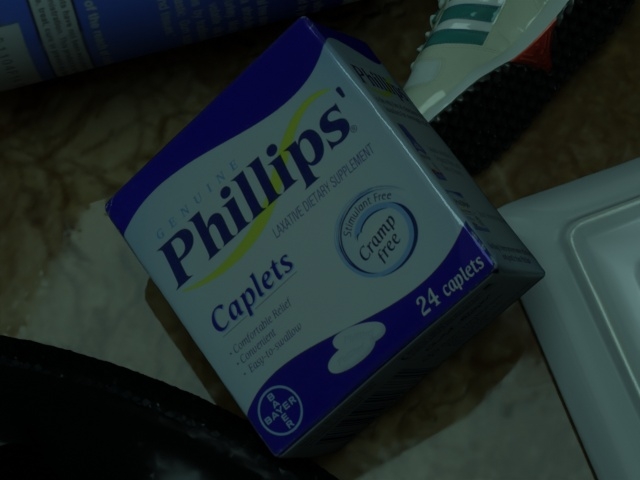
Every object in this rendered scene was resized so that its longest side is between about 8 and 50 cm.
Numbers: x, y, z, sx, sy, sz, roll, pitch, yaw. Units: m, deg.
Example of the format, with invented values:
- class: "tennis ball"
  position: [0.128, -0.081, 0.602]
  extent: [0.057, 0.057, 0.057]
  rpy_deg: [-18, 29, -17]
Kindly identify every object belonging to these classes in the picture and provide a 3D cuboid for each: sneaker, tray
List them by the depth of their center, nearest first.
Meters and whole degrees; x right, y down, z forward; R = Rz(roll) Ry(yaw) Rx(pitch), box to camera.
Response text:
- class: "tray"
  position: [0.188, 0.077, 0.744]
  extent: [0.145, 0.030, 0.270]
  rpy_deg: [-20, 71, -6]
- class: "sneaker"
  position: [0.072, -0.093, 0.804]
  extent: [0.161, 0.057, 0.075]
  rpy_deg: [-45, 55, -9]

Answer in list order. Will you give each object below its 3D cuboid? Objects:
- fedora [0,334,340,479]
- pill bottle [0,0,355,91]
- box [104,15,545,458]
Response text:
- class: "fedora"
  position: [-0.098, 0.170, 0.639]
  extent: [0.334, 0.334, 0.152]
  rpy_deg: [33, 111, 13]
- class: "pill bottle"
  position: [-0.050, -0.168, 0.777]
  extent: [0.272, 0.152, 0.152]
  rpy_deg: [-14, 70, -3]
- class: "box"
  position: [0.000, 0.000, 0.732]
  extent: [0.126, 0.072, 0.137]
  rpy_deg: [-42, 71, 16]
